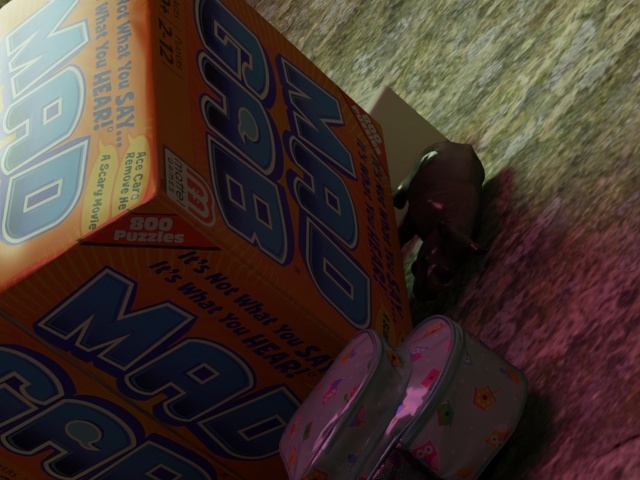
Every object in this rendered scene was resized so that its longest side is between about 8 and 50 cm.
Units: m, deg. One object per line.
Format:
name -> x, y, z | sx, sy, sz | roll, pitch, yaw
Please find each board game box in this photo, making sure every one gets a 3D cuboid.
board game box -> -0.170, 0.009, 1.755 | 0.356, 0.356, 0.356 | -31, 42, 24

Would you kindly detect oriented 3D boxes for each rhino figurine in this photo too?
rhino figurine -> 0.112, -0.017, 1.851 | 0.106, 0.073, 0.243 | -47, 17, 22

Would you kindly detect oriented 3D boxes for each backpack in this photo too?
backpack -> 0.063, 0.144, 1.483 | 0.188, 0.144, 0.166 | -47, 10, 3

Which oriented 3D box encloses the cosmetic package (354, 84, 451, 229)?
cosmetic package -> 0.000, 0.000, 2.053 | 0.160, 0.113, 0.309 | -25, 30, 57
